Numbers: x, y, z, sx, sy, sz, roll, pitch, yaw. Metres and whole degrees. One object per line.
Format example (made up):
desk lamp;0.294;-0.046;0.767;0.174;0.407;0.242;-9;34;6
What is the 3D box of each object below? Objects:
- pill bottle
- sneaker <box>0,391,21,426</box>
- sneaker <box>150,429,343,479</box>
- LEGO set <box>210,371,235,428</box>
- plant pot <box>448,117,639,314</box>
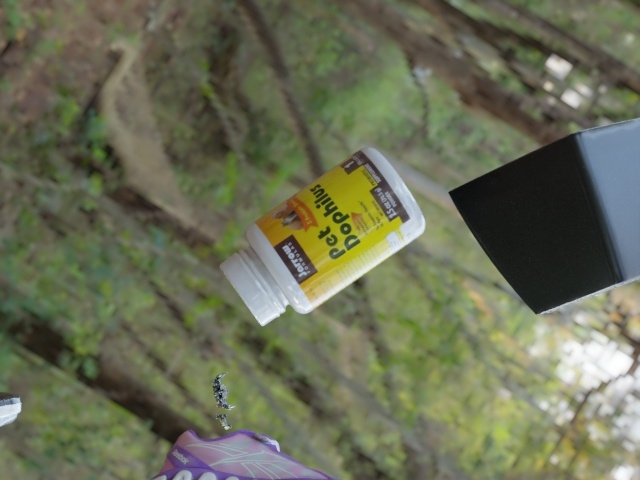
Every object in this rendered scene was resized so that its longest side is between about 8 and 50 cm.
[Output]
pill bottle;0.000;0.000;1.838;0.215;0.117;0.117;-35;-179;-3
sneaker;-0.534;0.317;2.295;0.295;0.178;0.123;-13;-169;-38
sneaker;-0.048;0.226;1.567;0.104;0.236;0.095;-75;167;-46
LEGO set;-0.130;0.203;2.140;0.023;0.054;0.083;-16;-153;16
plant pot;0.287;-0.021;1.848;0.188;0.167;0.187;-24;173;42
